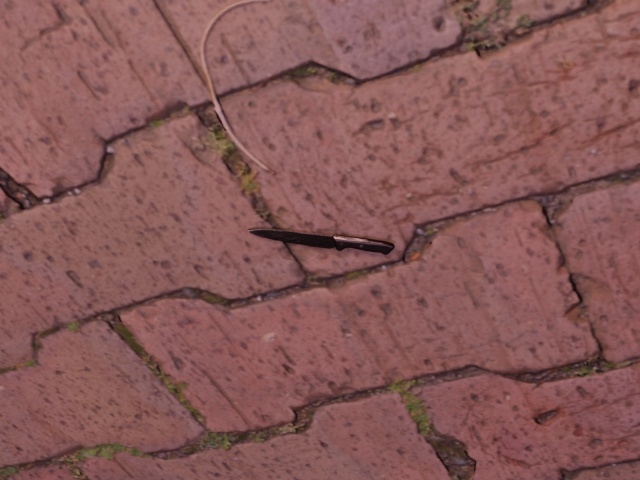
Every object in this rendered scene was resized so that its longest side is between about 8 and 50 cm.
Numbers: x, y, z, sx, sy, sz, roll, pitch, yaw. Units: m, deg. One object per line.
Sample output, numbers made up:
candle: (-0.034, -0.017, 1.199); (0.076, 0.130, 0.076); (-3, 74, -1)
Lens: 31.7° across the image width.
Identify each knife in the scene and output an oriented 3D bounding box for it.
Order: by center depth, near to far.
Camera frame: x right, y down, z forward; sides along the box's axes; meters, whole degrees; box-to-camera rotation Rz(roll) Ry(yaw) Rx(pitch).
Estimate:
knife: (0.000, 0.000, 1.294); (0.170, 0.010, 0.023); (8, 131, 4)
